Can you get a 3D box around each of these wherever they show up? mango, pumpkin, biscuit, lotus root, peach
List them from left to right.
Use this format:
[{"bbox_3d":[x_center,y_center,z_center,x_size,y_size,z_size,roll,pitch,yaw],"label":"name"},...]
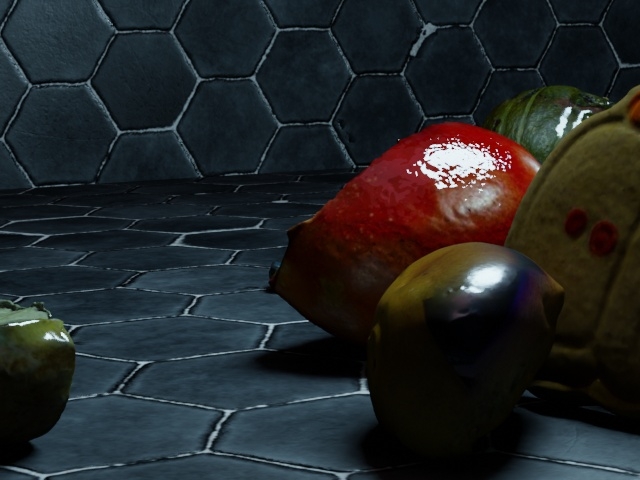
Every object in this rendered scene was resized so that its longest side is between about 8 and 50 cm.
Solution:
[{"bbox_3d":[-0.323,0.122,1.384,0.119,0.138,0.235,0,6,-37],"label":"lotus root"},{"bbox_3d":[0.106,0.004,1.743,0.338,0.281,0.281,-2,8,-6],"label":"peach"},{"bbox_3d":[0.133,0.089,1.389,0.201,0.152,0.287,-27,5,7],"label":"mango"},{"bbox_3d":[0.391,-0.164,2.568,0.232,0.242,0.325,30,-21,11],"label":"pumpkin"},{"bbox_3d":[0.329,0.021,1.430,0.074,0.358,0.381,18,11,-38],"label":"biscuit"}]

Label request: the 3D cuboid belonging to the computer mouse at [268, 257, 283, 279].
[{"bbox_3d":[-0.018,0.044,2.191,0.079,0.047,0.135,6,20,45],"label":"computer mouse"}]
